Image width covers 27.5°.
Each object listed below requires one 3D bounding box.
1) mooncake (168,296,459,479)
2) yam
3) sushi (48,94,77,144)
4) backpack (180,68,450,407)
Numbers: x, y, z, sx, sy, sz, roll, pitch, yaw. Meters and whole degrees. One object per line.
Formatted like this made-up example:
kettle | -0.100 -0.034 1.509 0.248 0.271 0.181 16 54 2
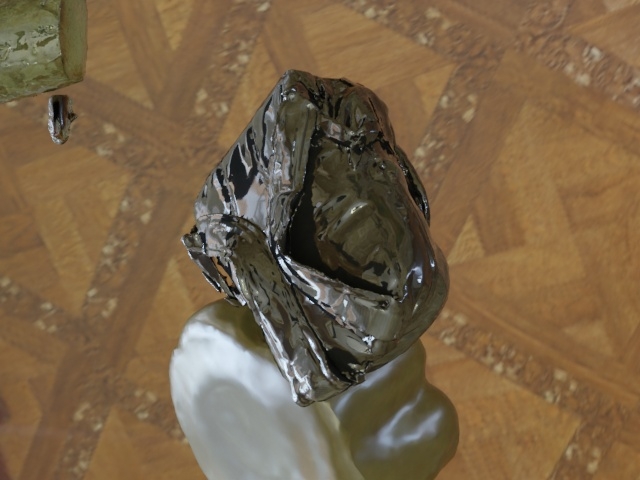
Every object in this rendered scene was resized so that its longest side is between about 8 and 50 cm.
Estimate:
mooncake | -0.019 0.269 2.086 0.467 0.262 0.467 31 138 32
yam | -0.477 -0.283 1.953 0.268 0.161 0.161 -12 104 3
sushi | -0.415 -0.198 2.100 0.044 0.046 0.083 -2 76 -3
backpack | 0.000 0.000 1.753 0.363 0.255 0.445 -54 46 27
